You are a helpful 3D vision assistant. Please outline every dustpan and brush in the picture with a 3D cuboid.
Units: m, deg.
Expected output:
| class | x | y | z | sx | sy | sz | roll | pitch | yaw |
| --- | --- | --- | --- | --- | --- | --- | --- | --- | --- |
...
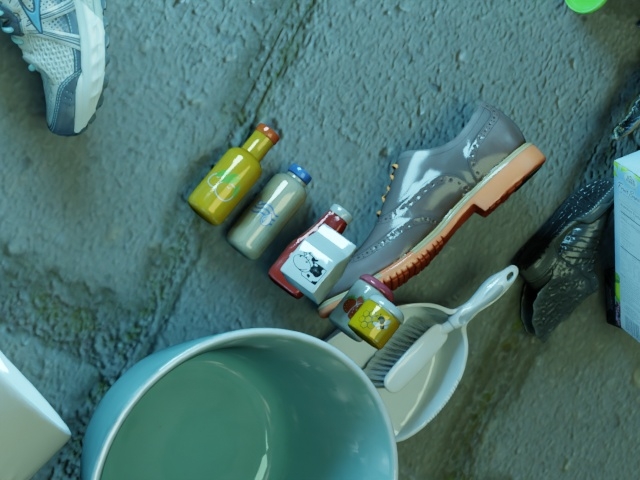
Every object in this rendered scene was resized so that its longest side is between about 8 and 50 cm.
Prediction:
| class | x | y | z | sx | sy | sz | roll | pitch | yaw |
| --- | --- | --- | --- | --- | --- | --- | --- | --- | --- |
| dustpan and brush | 0.113 | 0.095 | 1.968 | 0.211 | 0.060 | 0.147 | -45 | 117 | -12 |

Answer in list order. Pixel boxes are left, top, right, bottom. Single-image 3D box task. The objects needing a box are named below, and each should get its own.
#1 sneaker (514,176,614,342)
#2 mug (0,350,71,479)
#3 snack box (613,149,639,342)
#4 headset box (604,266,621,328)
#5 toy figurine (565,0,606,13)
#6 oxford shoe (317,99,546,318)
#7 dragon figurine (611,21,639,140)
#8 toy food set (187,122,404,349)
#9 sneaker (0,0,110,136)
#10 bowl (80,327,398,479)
| class | x | y | z | sx | sy | sz | roll | pitch | yaw |
| --- | --- | --- | --- | --- | --- | --- | --- | --- | --- |
| sneaker | 0.264 | 0.019 | 2.039 | 0.170 | 0.051 | 0.089 | -44 | 118 | -7 |
| mug | -0.399 | 0.197 | 1.632 | 0.328 | 0.276 | 0.374 | -44 | 148 | -6 |
| snack box | 0.390 | -0.011 | 2.020 | 0.174 | 0.070 | 0.207 | -22 | 125 | -21 |
| headset box | 0.347 | 0.054 | 2.098 | 0.083 | 0.032 | 0.062 | -14 | 108 | -25 |
| toy figurine | 0.349 | -0.293 | 1.987 | 0.159 | 0.130 | 0.173 | 9 | 120 | -38 |
| oxford shoe | 0.089 | -0.028 | 1.929 | 0.271 | 0.097 | 0.098 | -39 | 84 | -8 |
| dragon figurine | 0.388 | -0.204 | 2.030 | 0.289 | 0.085 | 0.144 | -22 | 111 | -22 |
| toy food set | 0.000 | 0.000 | 1.838 | 0.104 | 0.232 | 0.111 | -51 | 162 | -8 |
| sneaker | -0.250 | -0.222 | 1.681 | 0.122 | 0.110 | 0.283 | -7 | 117 | -12 |
| bowl | -0.099 | 0.214 | 1.827 | 0.311 | 0.163 | 0.311 | -7 | 105 | -26 |
